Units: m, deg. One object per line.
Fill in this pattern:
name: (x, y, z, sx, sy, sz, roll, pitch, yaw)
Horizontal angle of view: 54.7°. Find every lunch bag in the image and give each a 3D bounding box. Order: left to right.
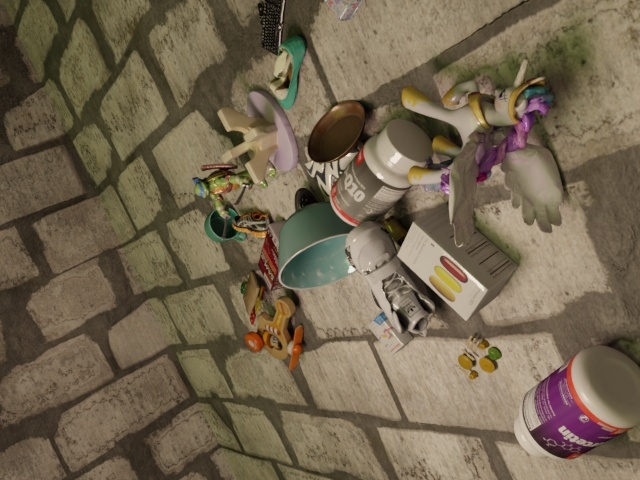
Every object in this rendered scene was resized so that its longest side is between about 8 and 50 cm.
lunch bag: (0.059, -0.595, 1.521, 0.071, 0.053, 0.083, 54, 136, 9)

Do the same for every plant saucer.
plant saucer: (0.050, -0.285, 1.674, 0.198, 0.199, 0.036, 13, 164, 48)

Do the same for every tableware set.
tableware set: (0.435, 0.328, 1.705, 0.104, 0.024, 0.154, 39, 139, 25)

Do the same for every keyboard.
keyboard: (-0.149, -0.637, 1.790, 0.108, 0.023, 0.180, 41, 140, 28)

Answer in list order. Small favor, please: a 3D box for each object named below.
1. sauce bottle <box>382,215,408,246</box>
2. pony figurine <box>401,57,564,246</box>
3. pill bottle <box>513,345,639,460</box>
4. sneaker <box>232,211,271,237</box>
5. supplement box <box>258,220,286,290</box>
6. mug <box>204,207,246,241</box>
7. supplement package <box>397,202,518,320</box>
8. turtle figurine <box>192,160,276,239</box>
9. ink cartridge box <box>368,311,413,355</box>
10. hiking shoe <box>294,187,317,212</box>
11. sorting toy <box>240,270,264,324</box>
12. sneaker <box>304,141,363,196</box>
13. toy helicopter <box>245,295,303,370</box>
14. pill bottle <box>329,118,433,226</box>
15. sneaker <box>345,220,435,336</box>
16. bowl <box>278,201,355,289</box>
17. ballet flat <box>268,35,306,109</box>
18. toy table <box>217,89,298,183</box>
sauce bottle: (0.224, -0.009, 1.723, 0.128, 0.042, 0.042, 55, 145, 14)
pony figurine: (0.328, -0.183, 1.297, 0.363, 0.302, 0.351, 15, 113, 60)
pill bottle: (0.579, 0.385, 1.412, 0.181, 0.181, 0.323, 48, 144, 19)
sneaker: (-0.248, -0.070, 2.275, 0.214, 0.084, 0.083, 15, 112, 43)
supplement box: (-0.151, 0.057, 2.208, 0.130, 0.073, 0.239, 60, 149, 30)
mug: (-0.380, -0.045, 2.408, 0.097, 0.129, 0.158, -22, 95, 59)
supplement package: (0.336, 0.050, 1.537, 0.244, 0.133, 0.139, 45, 143, 23)
turtle figurine: (-0.265, -0.151, 2.062, 0.274, 0.266, 0.198, 36, 139, 33)
ink cartridge box: (0.218, 0.285, 1.928, 0.122, 0.052, 0.088, 50, 144, 14)
hiking shoe: (-0.065, -0.069, 2.019, 0.114, 0.086, 0.227, 18, 128, 42)
sorting toy: (-0.259, 0.216, 2.459, 0.274, 0.046, 0.132, -120, 44, -57)
sneaker: (0.066, -0.188, 1.768, 0.234, 0.094, 0.153, -16, 109, 47)
toy helicopter: (-0.148, 0.346, 2.376, 0.235, 0.140, 0.355, 41, 141, 20)
pill bottle: (0.153, -0.170, 1.588, 0.161, 0.161, 0.283, 53, 139, 12)
sneaker: (0.197, 0.112, 1.660, 0.210, 0.137, 0.366, 49, 171, 44)
bowl: (0.000, 0.000, 1.839, 0.163, 0.311, 0.312, 69, 151, 26)
ballet flat: (-0.108, -0.476, 1.790, 0.083, 0.087, 0.247, 46, 143, 22)
toy table: (-0.203, -0.325, 1.957, 0.274, 0.160, 0.252, 56, 146, 7)
